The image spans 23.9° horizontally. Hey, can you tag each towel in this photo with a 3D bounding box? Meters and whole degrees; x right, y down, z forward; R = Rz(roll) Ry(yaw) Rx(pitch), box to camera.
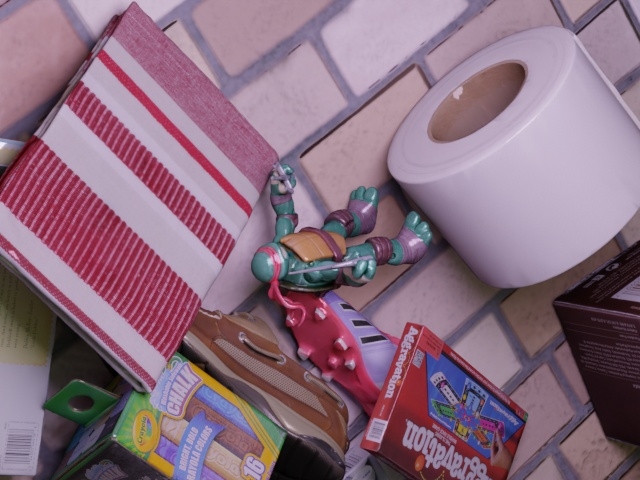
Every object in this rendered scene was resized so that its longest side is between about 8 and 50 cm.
[{"bbox_3d":[-0.178,-0.046,1.469,0.237,0.037,0.329,46,48,-24],"label":"towel"}]

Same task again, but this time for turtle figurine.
[{"bbox_3d":[0.000,0.000,1.567,0.234,0.175,0.118,-13,144,-49],"label":"turtle figurine"}]

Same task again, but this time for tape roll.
[{"bbox_3d":[0.216,-0.092,1.642,0.246,0.246,0.169,-50,114,-17],"label":"tape roll"}]

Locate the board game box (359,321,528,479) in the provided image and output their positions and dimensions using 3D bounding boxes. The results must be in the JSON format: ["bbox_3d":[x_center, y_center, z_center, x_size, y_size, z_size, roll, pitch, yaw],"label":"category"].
[{"bbox_3d":[0.144,0.210,1.683,0.281,0.027,0.145,40,68,-49],"label":"board game box"}]

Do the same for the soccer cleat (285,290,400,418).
[{"bbox_3d":[0.051,0.124,1.670,0.248,0.083,0.095,50,49,-21],"label":"soccer cleat"}]

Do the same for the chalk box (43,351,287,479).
[{"bbox_3d":[-0.165,0.199,1.476,0.213,0.132,0.132,39,44,-14],"label":"chalk box"}]

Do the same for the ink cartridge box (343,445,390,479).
[{"bbox_3d":[0.025,0.374,1.688,0.206,0.045,0.208,-41,113,-21],"label":"ink cartridge box"}]

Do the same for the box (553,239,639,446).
[{"bbox_3d":[0.419,0.126,1.819,0.168,0.167,0.203,-31,109,-24],"label":"box"}]

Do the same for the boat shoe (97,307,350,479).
[{"bbox_3d":[-0.099,0.136,1.569,0.324,0.122,0.120,42,42,-18],"label":"boat shoe"}]

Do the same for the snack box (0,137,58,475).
[{"bbox_3d":[-0.345,0.059,1.441,0.187,0.060,0.322,8,91,-31],"label":"snack box"}]
